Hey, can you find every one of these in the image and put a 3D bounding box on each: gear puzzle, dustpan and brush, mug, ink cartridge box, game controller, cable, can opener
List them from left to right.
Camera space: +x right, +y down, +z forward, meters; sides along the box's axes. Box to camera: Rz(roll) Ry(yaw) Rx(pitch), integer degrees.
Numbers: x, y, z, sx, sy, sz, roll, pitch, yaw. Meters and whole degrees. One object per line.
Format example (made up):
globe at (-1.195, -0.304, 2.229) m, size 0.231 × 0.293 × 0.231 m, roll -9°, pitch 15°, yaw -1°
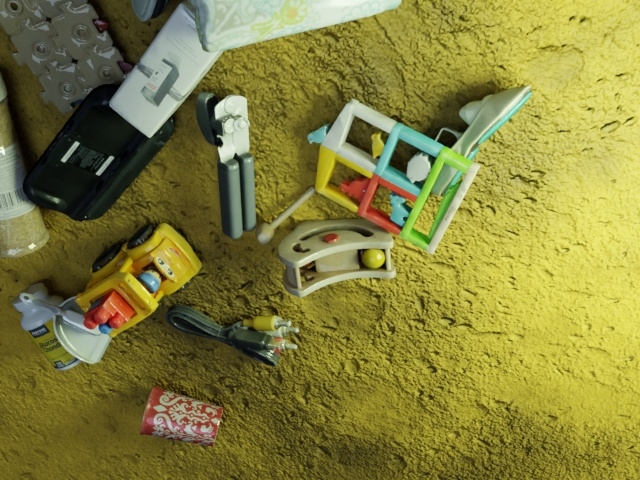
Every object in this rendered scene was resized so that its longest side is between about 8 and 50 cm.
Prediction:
gear puzzle at (-0.461, -0.384, 1.191) m, size 0.175 × 0.044 × 0.339 m, roll -18°, pitch 125°, yaw 11°
dustpan and brush at (-0.526, 0.158, 1.477) m, size 0.211 × 0.060 × 0.147 m, roll 30°, pitch 80°, yaw -20°
game controller at (-0.412, -0.154, 1.309) m, size 0.166 × 0.067 × 0.319 m, roll 29°, pitch 123°, yaw -33°
ink cartridge box at (-0.233, -0.294, 1.161) m, size 0.092 × 0.158 × 0.218 m, roll 41°, pitch 119°, yaw -14°
mug at (-0.319, 0.410, 1.648) m, size 0.169 × 0.150 × 0.113 m, roll 14°, pitch 86°, yaw -4°
can opener at (-0.165, -0.140, 1.306) m, size 0.093 × 0.074 × 0.280 m, roll 22°, pitch 128°, yaw 38°
cable at (-0.186, 0.195, 1.525) m, size 0.287 × 0.072 × 0.139 m, roll 12°, pitch 140°, yaw 17°

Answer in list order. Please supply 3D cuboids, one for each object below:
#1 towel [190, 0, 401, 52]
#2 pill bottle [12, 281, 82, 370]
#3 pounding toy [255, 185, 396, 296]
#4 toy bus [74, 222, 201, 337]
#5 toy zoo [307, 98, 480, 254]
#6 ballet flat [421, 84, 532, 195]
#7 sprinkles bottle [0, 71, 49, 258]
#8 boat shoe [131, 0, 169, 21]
towel at (-0.052, -0.483, 0.989) m, size 0.320 × 0.090 × 0.374 m, roll -16°, pitch 117°, yaw -12°
pill bottle at (-0.584, 0.185, 1.541) m, size 0.103 × 0.103 × 0.184 m, roll -19°, pitch 116°, yaw 20°
pounding toy at (0.000, 0.000, 1.300) m, size 0.269 × 0.154 × 0.155 m, roll -2°, pitch 120°, yaw 10°
toy bus at (-0.370, 0.094, 1.388) m, size 0.220 × 0.211 × 0.149 m, roll -29°, pitch 111°, yaw 22°
toy zoo at (0.108, -0.120, 1.242) m, size 0.293 × 0.030 × 0.192 m, roll 29°, pitch 128°, yaw 10°
ballet flat at (0.249, -0.181, 1.199) m, size 0.086 × 0.086 × 0.248 m, roll 31°, pitch 122°, yaw -9°
sprinkles bottle at (-0.619, -0.142, 1.340) m, size 0.121 × 0.121 × 0.355 m, roll 1°, pitch 121°, yaw 9°
boat shoe at (-0.223, -0.479, 1.082) m, size 0.114 × 0.091 × 0.302 m, roll 51°, pitch 134°, yaw 30°
